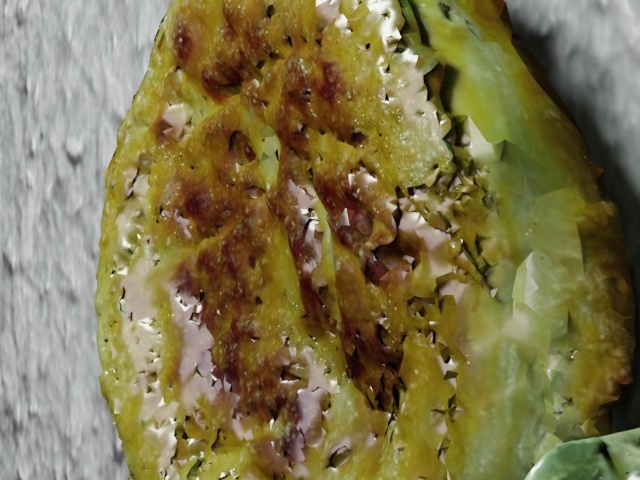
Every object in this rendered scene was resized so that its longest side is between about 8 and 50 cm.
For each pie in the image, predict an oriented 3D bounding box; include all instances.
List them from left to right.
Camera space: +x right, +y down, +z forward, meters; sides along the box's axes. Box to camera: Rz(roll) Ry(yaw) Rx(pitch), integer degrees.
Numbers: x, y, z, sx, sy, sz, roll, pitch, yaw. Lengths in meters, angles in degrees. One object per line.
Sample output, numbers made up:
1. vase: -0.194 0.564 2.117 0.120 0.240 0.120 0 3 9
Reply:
1. pie: 0.000 0.000 0.786 0.355 0.103 0.288 51 131 42

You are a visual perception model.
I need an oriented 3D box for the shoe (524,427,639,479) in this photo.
1. shoe: 0.142 0.077 0.542 0.128 0.140 0.262 -30 63 45
